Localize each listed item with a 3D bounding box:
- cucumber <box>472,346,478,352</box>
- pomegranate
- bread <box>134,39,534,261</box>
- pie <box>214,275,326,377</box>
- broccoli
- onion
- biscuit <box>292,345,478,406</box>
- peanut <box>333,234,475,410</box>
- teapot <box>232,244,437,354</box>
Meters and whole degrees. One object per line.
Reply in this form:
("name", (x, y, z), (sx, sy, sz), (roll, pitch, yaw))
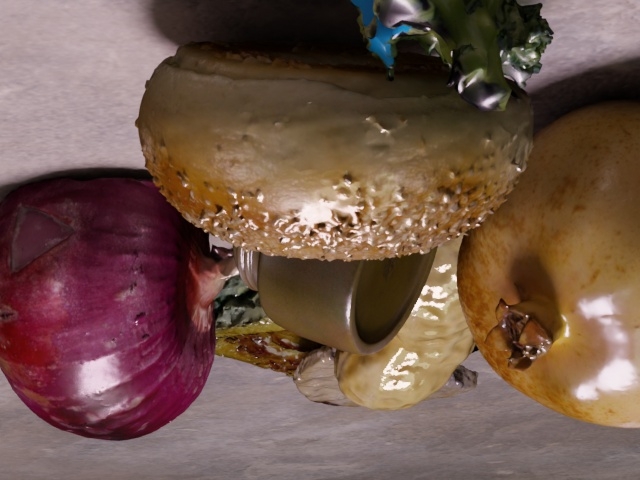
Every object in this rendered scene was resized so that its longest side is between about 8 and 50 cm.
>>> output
("cucumber", (0.185, 0.079, 2.134), (0.245, 0.067, 0.067), (-30, 168, -14))
("pomegranate", (0.264, 0.027, 1.763), (0.319, 0.319, 0.319), (-4, 163, -1))
("bread", (0.012, -0.068, 1.507), (0.305, 0.158, 0.305), (2, -172, 0))
("pie", (-0.009, 0.082, 2.192), (0.355, 0.103, 0.288), (-14, 158, 26))
("broccoli", (0.094, -0.158, 1.358), (0.154, 0.160, 0.167), (-4, 145, 0))
("onion", (-0.208, 0.073, 1.912), (0.272, 0.230, 0.256), (-10, 163, 42))
("biscuit", (0.051, 0.156, 2.212), (0.133, 0.032, 0.250), (-24, 154, 39))
("peanut", (0.100, 0.061, 1.986), (0.147, 0.147, 0.305), (0, 141, -14))
("teapot", (0.000, 0.000, 1.819), (0.175, 0.185, 0.267), (23, 154, 24))
